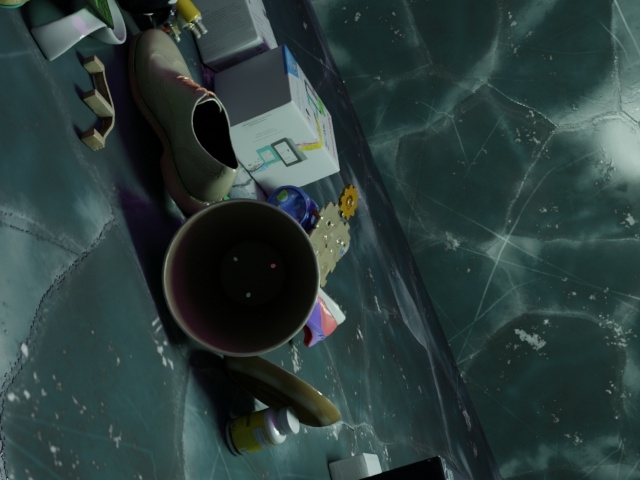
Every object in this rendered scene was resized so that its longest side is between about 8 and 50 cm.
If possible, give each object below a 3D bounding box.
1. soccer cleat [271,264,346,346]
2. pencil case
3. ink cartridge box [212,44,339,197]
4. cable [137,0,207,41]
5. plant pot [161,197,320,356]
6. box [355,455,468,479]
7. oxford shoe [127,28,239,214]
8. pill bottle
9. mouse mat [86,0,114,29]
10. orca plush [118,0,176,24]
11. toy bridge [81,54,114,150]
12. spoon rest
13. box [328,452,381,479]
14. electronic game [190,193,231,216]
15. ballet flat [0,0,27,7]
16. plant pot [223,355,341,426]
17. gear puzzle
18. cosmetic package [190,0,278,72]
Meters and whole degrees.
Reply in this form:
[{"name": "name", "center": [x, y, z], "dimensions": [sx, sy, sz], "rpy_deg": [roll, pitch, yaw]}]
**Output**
[{"name": "soccer cleat", "center": [-0.081, 0.095, 1.859], "dimensions": [0.318, 0.116, 0.108], "rpy_deg": [47, -10, -19]}, {"name": "pencil case", "center": [-0.030, -0.028, 2.129], "dimensions": [0.306, 0.119, 0.133], "rpy_deg": [39, 28, -61]}, {"name": "ink cartridge box", "center": [-0.103, -0.277, 2.052], "dimensions": [0.270, 0.197, 0.198], "rpy_deg": [51, 24, -49]}, {"name": "cable", "center": [-0.332, -0.513, 1.681], "dimensions": [0.072, 0.139, 0.287], "rpy_deg": [-43, 117, -38]}, {"name": "plant pot", "center": [-0.128, 0.060, 1.527], "dimensions": [0.274, 0.256, 0.256], "rpy_deg": [74, -4, -90]}, {"name": "box", "center": [0.164, 0.578, 1.695], "dimensions": [0.294, 0.296, 0.183], "rpy_deg": [46, 27, -54]}, {"name": "oxford shoe", "center": [-0.235, -0.244, 1.572], "dimensions": [0.140, 0.146, 0.397], "rpy_deg": [-3, 62, -46]}, {"name": "pill bottle", "center": [-0.098, 0.321, 1.470], "dimensions": [0.065, 0.116, 0.065], "rpy_deg": [-20, 90, -75]}, {"name": "mouse mat", "center": [-0.372, -0.442, 1.363], "dimensions": [0.152, 0.007, 0.190], "rpy_deg": [51, 22, -81]}, {"name": "orca plush", "center": [-0.338, -0.473, 1.550], "dimensions": [0.102, 0.287, 0.151], "rpy_deg": [-4, 110, -35]}, {"name": "toy bridge", "center": [-0.365, -0.223, 1.424], "dimensions": [0.063, 0.026, 0.188], "rpy_deg": [53, 22, -52]}, {"name": "spoon rest", "center": [-0.385, -0.374, 1.442], "dimensions": [0.276, 0.084, 0.137], "rpy_deg": [-78, 145, -61]}, {"name": "box", "center": [0.083, 0.524, 1.878], "dimensions": [0.101, 0.087, 0.102], "rpy_deg": [37, 36, -63]}, {"name": "electronic game", "center": [-0.237, -0.127, 1.694], "dimensions": [0.229, 0.048, 0.229], "rpy_deg": [-20, 90, -75]}, {"name": "ballet flat", "center": [-0.449, -0.495, 1.283], "dimensions": [0.123, 0.123, 0.348], "rpy_deg": [51, 27, -49]}, {"name": "plant pot", "center": [-0.075, 0.265, 1.509], "dimensions": [0.032, 0.236, 0.236], "rpy_deg": [-58, 138, -22]}, {"name": "gear puzzle", "center": [0.000, 0.000, 2.041], "dimensions": [0.339, 0.044, 0.175], "rpy_deg": [-60, 146, -22]}, {"name": "cosmetic package", "center": [-0.212, -0.513, 2.067], "dimensions": [0.151, 0.151, 0.184], "rpy_deg": [13, 58, -73]}]
